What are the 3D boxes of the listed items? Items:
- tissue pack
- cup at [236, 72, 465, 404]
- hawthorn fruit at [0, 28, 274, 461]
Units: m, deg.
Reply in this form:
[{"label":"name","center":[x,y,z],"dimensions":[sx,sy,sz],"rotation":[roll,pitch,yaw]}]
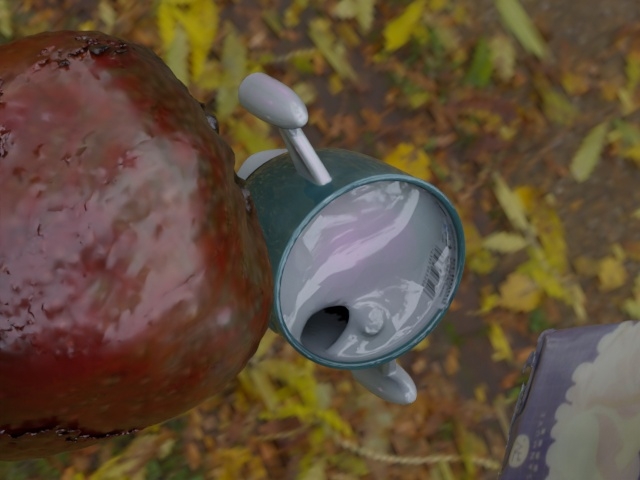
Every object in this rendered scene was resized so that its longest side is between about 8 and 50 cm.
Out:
[{"label":"tissue pack","center":[0.276,0.178,1.456],"dimensions":[0.125,0.343,0.242],"rotation":[28,70,-25]},{"label":"cup","center":[0.000,0.000,1.526],"dimensions":[0.167,0.173,0.300],"rotation":[-31,121,-17]},{"label":"hawthorn fruit","center":[-0.136,0.017,0.780],"dimensions":[0.235,0.181,0.181],"rotation":[-33,91,-9]}]
